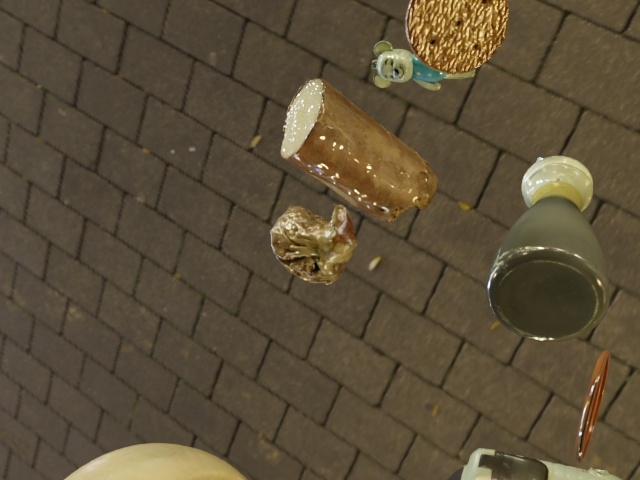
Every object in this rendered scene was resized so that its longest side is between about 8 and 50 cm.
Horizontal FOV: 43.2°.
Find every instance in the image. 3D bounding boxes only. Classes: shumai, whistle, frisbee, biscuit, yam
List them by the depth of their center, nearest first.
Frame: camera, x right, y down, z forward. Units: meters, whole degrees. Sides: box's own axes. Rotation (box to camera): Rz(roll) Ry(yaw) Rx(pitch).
[{"bbox_3d":[0.054,-0.125,1.194,0.129,0.238,0.128,-61,30,-2],"label":"yam"},{"bbox_3d":[0.239,-0.385,1.420,0.188,0.027,0.188,-3,115,-7],"label":"biscuit"},{"bbox_3d":[0.585,0.354,1.736,0.021,0.251,0.251,14,114,26],"label":"frisbee"},{"bbox_3d":[0.233,-0.393,1.839,0.236,0.077,0.114,5,122,9],"label":"whistle"},{"bbox_3d":[0.000,0.000,1.857,0.206,0.166,0.175,32,156,-19],"label":"shumai"}]

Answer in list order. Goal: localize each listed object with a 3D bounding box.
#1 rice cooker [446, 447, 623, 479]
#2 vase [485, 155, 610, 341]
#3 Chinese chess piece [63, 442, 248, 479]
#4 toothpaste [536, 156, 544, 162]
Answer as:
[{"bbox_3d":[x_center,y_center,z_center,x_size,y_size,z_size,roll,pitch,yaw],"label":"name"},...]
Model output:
[{"bbox_3d":[0.243,0.361,0.944,0.244,0.226,0.226,10,112,19],"label":"rice cooker"},{"bbox_3d":[0.367,-0.005,1.271,0.173,0.321,0.173,11,128,14],"label":"vase"},{"bbox_3d":[-0.146,0.306,0.672,0.102,0.273,0.273,3,109,35],"label":"Chinese chess piece"},{"bbox_3d":[0.419,-0.119,1.561,0.020,0.017,0.083,30,105,59],"label":"toothpaste"}]
